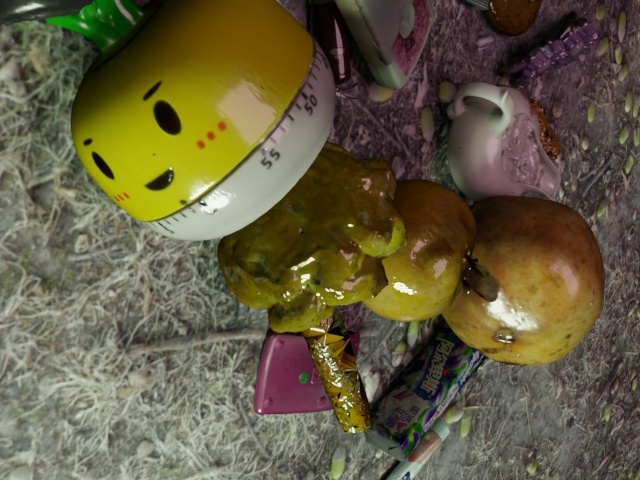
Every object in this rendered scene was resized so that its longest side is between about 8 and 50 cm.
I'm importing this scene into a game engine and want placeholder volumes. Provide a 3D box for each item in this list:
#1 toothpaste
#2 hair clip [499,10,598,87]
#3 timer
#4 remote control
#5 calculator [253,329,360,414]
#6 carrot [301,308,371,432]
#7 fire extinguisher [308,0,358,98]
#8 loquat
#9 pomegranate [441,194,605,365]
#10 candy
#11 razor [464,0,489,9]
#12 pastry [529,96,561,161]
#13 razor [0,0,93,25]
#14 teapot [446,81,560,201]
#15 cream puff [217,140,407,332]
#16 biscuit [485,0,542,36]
[{"bbox_3d":[0.154,0.400,1.350,0.205,0.036,0.056,-42,126,-26],"label":"toothpaste"},{"bbox_3d":[0.431,-0.358,1.427,0.292,0.084,0.106,-34,166,-33],"label":"hair clip"},{"bbox_3d":[-0.148,-0.161,0.756,0.285,0.285,0.285,-13,109,-44],"label":"timer"},{"bbox_3d":[0.071,-0.343,0.998,0.145,0.050,0.344,-65,152,-15],"label":"remote control"},{"bbox_3d":[-0.014,0.194,1.129,0.191,0.034,0.126,7,96,-46],"label":"calculator"},{"bbox_3d":[0.021,0.176,1.092,0.069,0.069,0.228,-38,122,-34],"label":"carrot"},{"bbox_3d":[0.016,-0.267,1.042,0.064,0.043,0.158,-10,108,-13],"label":"fire extinguisher"},{"bbox_3d":[0.132,0.016,1.112,0.213,0.213,0.213,-13,109,-44],"label":"loquat"},{"bbox_3d":[0.322,0.062,1.238,0.281,0.281,0.281,-13,109,-44],"label":"pomegranate"},{"bbox_3d":[0.193,0.237,1.309,0.312,0.088,0.061,-43,130,-31],"label":"candy"},{"bbox_3d":[0.207,-0.409,1.209,0.191,0.037,0.068,17,83,-49],"label":"razor"},{"bbox_3d":[0.410,-0.202,1.457,0.140,0.056,0.080,53,55,-32],"label":"pastry"},{"bbox_3d":[-0.268,-0.347,0.617,0.114,0.204,0.348,-12,105,-42],"label":"razor"},{"bbox_3d":[0.299,-0.163,1.290,0.298,0.139,0.204,36,76,-45],"label":"teapot"},{"bbox_3d":[-0.007,-0.009,0.948,0.196,0.244,0.244,-18,112,-53],"label":"cream puff"},{"bbox_3d":[0.335,-0.451,1.338,0.188,0.027,0.187,-11,106,-45],"label":"biscuit"}]
